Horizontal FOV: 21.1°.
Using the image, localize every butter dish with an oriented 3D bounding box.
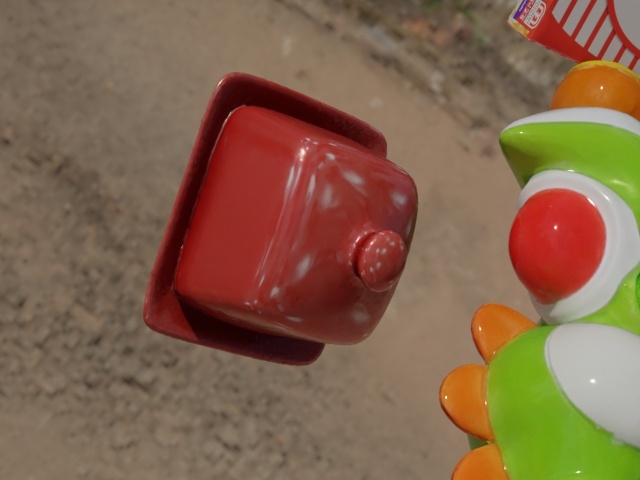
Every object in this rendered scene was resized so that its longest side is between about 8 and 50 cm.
[{"bbox_3d":[0.000,0.000,0.995,0.118,0.160,0.160,17,-1,44],"label":"butter dish"}]

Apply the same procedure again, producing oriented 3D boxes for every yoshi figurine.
[{"bbox_3d":[0.186,0.062,0.900,0.203,0.203,0.362,8,53,18],"label":"yoshi figurine"}]

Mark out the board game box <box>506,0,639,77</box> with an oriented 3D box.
[{"bbox_3d":[0.221,-0.180,1.014,0.146,0.193,0.045,21,16,-22],"label":"board game box"}]
